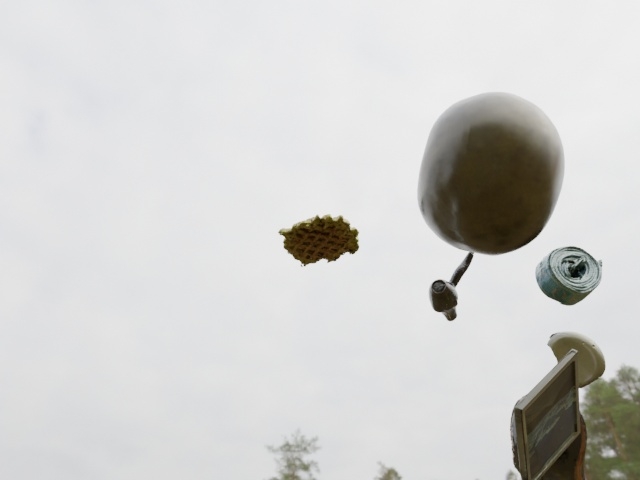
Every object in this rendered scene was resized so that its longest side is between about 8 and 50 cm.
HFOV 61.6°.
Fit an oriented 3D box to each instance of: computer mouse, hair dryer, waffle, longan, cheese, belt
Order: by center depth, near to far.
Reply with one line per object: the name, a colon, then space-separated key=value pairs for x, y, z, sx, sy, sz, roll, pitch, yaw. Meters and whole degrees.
longan: x=0.375 y=-0.150 z=1.218 sx=0.360 sy=0.361 sz=0.361 roll=0 pitch=-41 yaw=0
belt: x=0.622 y=0.082 z=1.341 sx=0.147 sy=0.163 sz=0.082 roll=30 pitch=-42 yaw=6
computer mouse: x=0.568 y=0.523 z=1.345 sx=0.182 sy=0.116 sz=0.323 roll=9 pitch=-59 yaw=40
waffle: x=0.000 y=-0.002 z=1.726 sx=0.254 sy=0.052 sz=0.245 roll=-15 pitch=-36 yaw=17
cheese: x=0.900 y=0.412 z=1.907 sx=0.175 sy=0.203 sz=0.091 roll=-36 pitch=-25 yaw=12
hair dryer: x=0.566 y=0.148 z=2.140 sx=0.120 sy=0.359 sz=0.304 roll=29 pitch=-12 yaw=37

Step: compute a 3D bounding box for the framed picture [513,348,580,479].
framed picture: x=0.456 y=0.360 z=1.074 sx=0.189 sy=0.023 sz=0.260 roll=-33 pitch=-56 yaw=-24
